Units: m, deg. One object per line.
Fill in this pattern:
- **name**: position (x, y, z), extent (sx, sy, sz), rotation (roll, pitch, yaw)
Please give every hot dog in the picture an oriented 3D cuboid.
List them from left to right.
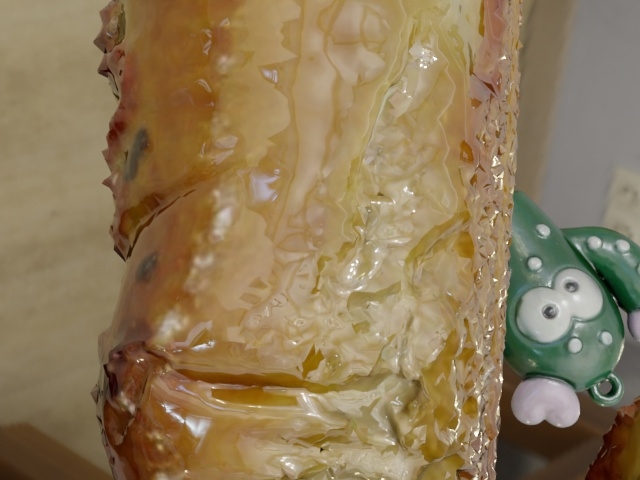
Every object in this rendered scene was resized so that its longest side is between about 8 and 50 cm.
- **hot dog**: position (0.000, 0.000, 0.845), extent (0.367, 0.196, 0.365), rotation (30, 60, -78)

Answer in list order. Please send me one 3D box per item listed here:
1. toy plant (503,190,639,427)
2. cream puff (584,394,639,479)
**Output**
- **toy plant**: position (0.231, 0.070, 1.836), extent (0.232, 0.243, 0.112), rotation (-53, 172, -19)
- **cream puff**: position (0.234, 0.181, 0.708), extent (0.228, 0.350, 0.350), rotation (-6, 119, -83)
